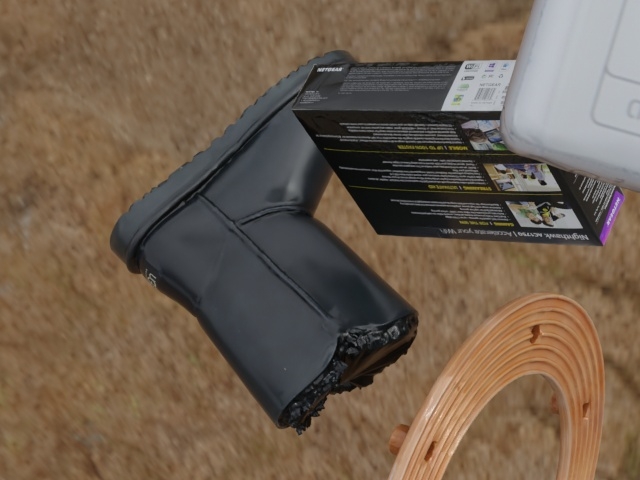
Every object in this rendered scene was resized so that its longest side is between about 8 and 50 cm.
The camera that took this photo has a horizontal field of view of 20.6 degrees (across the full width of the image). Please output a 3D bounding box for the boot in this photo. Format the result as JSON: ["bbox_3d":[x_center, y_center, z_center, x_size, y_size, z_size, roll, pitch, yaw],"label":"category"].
[{"bbox_3d":[0.000,0.000,1.279,0.246,0.094,0.207,-40,71,-21],"label":"boot"}]

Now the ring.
[{"bbox_3d":[0.112,0.195,1.245,0.032,0.336,0.336,18,71,30],"label":"ring"}]

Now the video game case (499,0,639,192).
[{"bbox_3d":[0.223,-0.133,0.334,0.300,0.036,0.329,17,92,4],"label":"video game case"}]

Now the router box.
[{"bbox_3d":[0.087,-0.056,1.127,0.179,0.133,0.046,4,54,37],"label":"router box"}]
